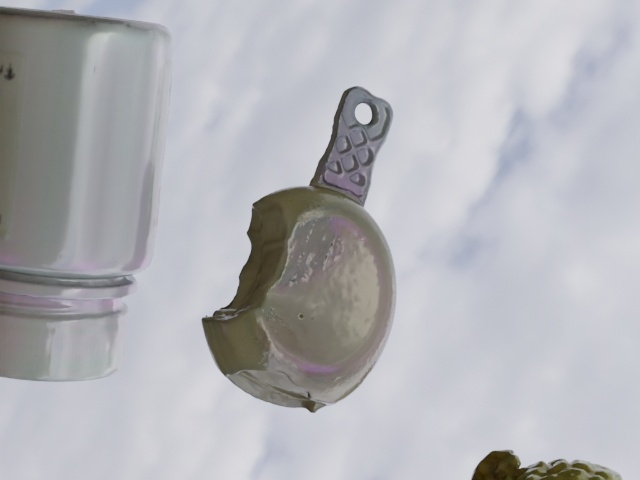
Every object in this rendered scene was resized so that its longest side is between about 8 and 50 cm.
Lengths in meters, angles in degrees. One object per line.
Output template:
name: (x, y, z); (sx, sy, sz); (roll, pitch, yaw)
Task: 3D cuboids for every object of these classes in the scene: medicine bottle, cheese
medicine bottle: (-0.213, -0.041, 1.482); (0.170, 0.170, 0.293); (-159, -108, -67)
cheese: (0.000, 0.000, 1.555); (0.082, 0.163, 0.286); (-13, -122, 58)

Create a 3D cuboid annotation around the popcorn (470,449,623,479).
popcorn: (0.236, 0.337, 1.898); (0.251, 0.206, 0.237); (47, -56, 36)
